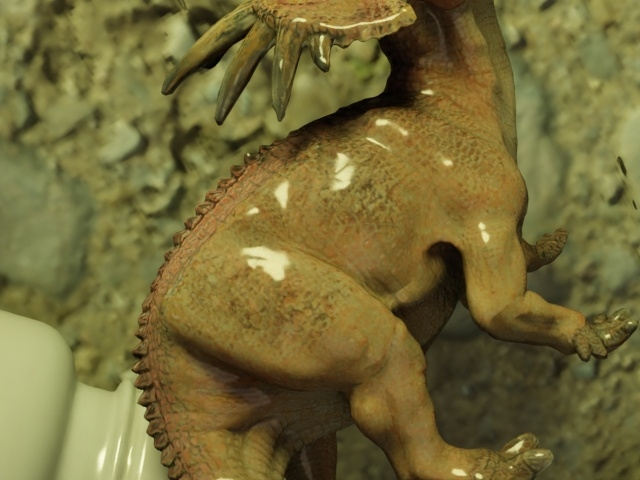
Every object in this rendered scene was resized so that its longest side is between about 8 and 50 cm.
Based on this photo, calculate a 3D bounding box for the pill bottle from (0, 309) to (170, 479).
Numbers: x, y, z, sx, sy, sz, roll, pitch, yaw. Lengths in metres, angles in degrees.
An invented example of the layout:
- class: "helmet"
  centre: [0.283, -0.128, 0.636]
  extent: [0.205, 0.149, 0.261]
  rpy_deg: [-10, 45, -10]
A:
- class: "pill bottle"
  centre: [-0.160, 0.086, 0.537]
  extent: [0.229, 0.131, 0.131]
  rpy_deg: [15, 101, -11]

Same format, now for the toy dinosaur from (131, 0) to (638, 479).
- class: "toy dinosaur"
  centre: [0.000, 0.000, 0.514]
  extent: [0.200, 0.127, 0.296]
  rpy_deg: [40, 70, -12]
